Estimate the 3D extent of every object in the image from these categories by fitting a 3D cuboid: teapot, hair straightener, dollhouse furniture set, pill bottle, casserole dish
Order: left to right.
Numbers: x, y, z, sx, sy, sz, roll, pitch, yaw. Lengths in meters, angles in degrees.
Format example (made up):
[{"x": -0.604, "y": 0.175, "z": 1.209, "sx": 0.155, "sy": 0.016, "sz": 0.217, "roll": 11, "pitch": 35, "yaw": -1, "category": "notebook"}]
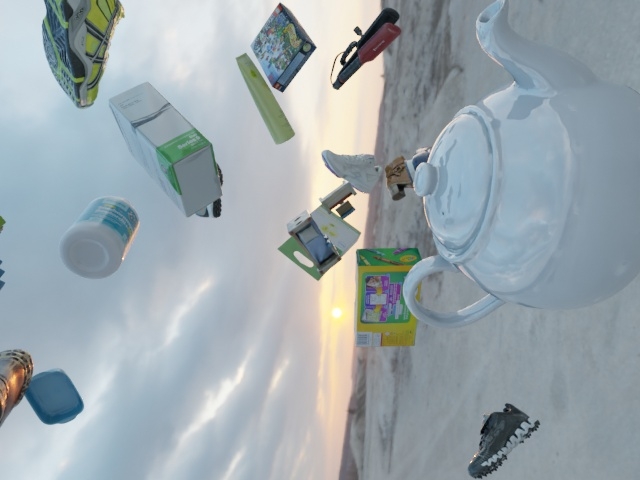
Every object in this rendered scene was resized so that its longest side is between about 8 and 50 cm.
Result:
[{"x": -0.719, "y": 0.418, "z": 1.320, "sx": 0.037, "sy": 0.114, "sz": 0.189, "roll": 43, "pitch": 149, "yaw": 55, "category": "casserole dish"}, {"x": -0.556, "y": -0.023, "z": 1.259, "sx": 0.264, "sy": 0.146, "sz": 0.146, "roll": -104, "pitch": 16, "yaw": -62, "category": "pill bottle"}, {"x": 0.030, "y": -0.035, "z": 1.169, "sx": 0.129, "sy": 0.183, "sz": 0.129, "roll": 52, "pitch": -177, "yaw": -13, "category": "dollhouse furniture set"}, {"x": 0.084, "y": -0.390, "z": 1.000, "sx": 0.230, "sy": 0.047, "sz": 0.089, "roll": -38, "pitch": 46, "yaw": 56, "category": "hair straightener"}, {"x": 0.185, "y": -0.046, "z": 0.492, "sx": 0.252, "sy": 0.186, "sz": 0.256, "roll": 121, "pitch": 152, "yaw": -75, "category": "teapot"}]

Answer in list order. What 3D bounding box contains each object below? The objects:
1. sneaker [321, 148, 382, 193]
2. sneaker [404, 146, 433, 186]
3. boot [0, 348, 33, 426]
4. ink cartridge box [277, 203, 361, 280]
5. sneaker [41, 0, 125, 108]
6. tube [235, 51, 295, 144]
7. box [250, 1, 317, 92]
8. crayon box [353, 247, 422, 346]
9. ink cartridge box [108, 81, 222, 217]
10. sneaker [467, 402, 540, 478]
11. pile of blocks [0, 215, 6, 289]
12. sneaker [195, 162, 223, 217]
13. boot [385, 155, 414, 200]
[{"x": 0.123, "y": -0.300, "z": 1.901, "sx": 0.152, "sy": 0.305, "sz": 0.114, "roll": -51, "pitch": 46, "yaw": 15, "category": "sneaker"}, {"x": 0.357, "y": -0.242, "z": 1.509, "sx": 0.112, "sy": 0.131, "sz": 0.319, "roll": 65, "pitch": -154, "yaw": -10, "category": "sneaker"}, {"x": -0.750, "y": 0.405, "z": 0.996, "sx": 0.378, "sy": 0.138, "sz": 0.284, "roll": -55, "pitch": 17, "yaw": -2, "category": "boot"}, {"x": 0.000, "y": 0.000, "z": 1.550, "sx": 0.235, "sy": 0.171, "sz": 0.056, "roll": -43, "pitch": -14, "yaw": -43, "category": "ink cartridge box"}, {"x": -0.467, "y": -0.425, "z": 0.988, "sx": 0.147, "sy": 0.145, "sz": 0.385, "roll": -33, "pitch": -15, "yaw": -37, "category": "sneaker"}, {"x": -0.145, "y": -0.367, "z": 1.262, "sx": 0.070, "sy": 0.062, "sz": 0.240, "roll": 15, "pitch": 137, "yaw": 61, "category": "tube"}, {"x": -0.112, "y": -0.556, "z": 1.400, "sx": 0.159, "sy": 0.044, "sz": 0.233, "roll": -47, "pitch": 49, "yaw": 26, "category": "box"}, {"x": 0.175, "y": 0.156, "z": 1.302, "sx": 0.081, "sy": 0.165, "sz": 0.279, "roll": -92, "pitch": 1, "yaw": -59, "category": "crayon box"}, {"x": -0.394, "y": -0.235, "z": 1.256, "sx": 0.121, "sy": 0.289, "sz": 0.211, "roll": -36, "pitch": -23, "yaw": -22, "category": "ink cartridge box"}, {"x": 0.427, "y": 0.485, "z": 1.202, "sx": 0.234, "sy": 0.106, "sz": 0.078, "roll": -28, "pitch": -41, "yaw": -25, "category": "sneaker"}, {"x": -0.640, "y": 0.045, "z": 0.918, "sx": 0.149, "sy": 0.112, "sz": 0.363, "roll": -45, "pitch": -28, "yaw": -54, "category": "pile of blocks"}, {"x": -0.470, "y": -0.221, "z": 2.035, "sx": 0.100, "sy": 0.107, "sz": 0.272, "roll": 58, "pitch": -150, "yaw": -65, "category": "sneaker"}, {"x": 0.322, "y": -0.251, "z": 1.781, "sx": 0.073, "sy": 0.197, "sz": 0.153, "roll": 33, "pitch": -141, "yaw": -46, "category": "boot"}]
